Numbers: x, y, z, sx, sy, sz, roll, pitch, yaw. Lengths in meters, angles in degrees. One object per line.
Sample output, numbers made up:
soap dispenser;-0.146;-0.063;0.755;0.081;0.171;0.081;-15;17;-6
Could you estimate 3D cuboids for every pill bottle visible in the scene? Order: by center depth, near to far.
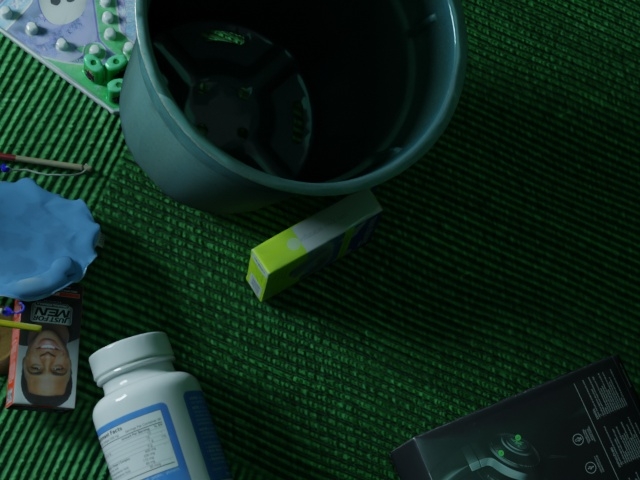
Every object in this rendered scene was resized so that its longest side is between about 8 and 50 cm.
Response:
pill bottle;-0.174;0.217;1.325;0.124;0.124;0.221;-16;76;-14

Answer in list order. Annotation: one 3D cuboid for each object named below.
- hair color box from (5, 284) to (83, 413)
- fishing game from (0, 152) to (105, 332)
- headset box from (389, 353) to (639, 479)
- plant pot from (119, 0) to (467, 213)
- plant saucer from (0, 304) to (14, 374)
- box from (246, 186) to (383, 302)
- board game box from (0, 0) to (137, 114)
hair color box;-0.308;0.119;1.368;0.072;0.043;0.141;8;72;-24
fishing game;-0.340;0.002;1.377;0.189;0.041;0.264;6;46;-6
headset box;0.243;0.297;1.364;0.283;0.131;0.246;-21;77;-15
plant pot;-0.068;-0.183;1.336;0.341;0.334;0.341;4;79;-20
plant saucer;-0.371;0.112;1.383;0.083;0.015;0.083;3;73;-9
box;0.000;0.000;1.430;0.178;0.109;0.042;-29;76;-17
board game box;-0.286;-0.413;1.545;0.390;0.050;0.390;36;70;3
